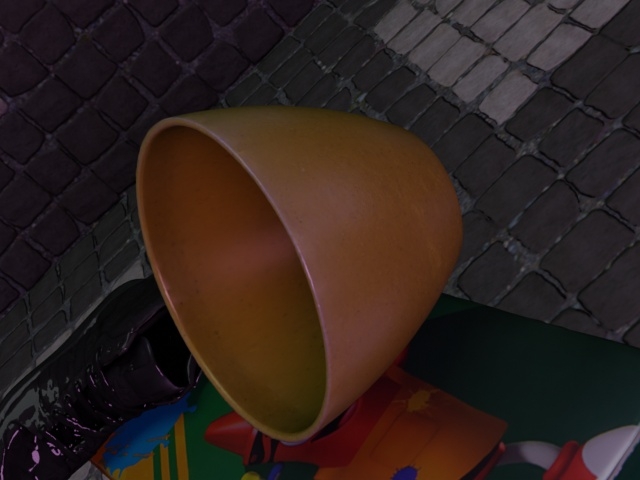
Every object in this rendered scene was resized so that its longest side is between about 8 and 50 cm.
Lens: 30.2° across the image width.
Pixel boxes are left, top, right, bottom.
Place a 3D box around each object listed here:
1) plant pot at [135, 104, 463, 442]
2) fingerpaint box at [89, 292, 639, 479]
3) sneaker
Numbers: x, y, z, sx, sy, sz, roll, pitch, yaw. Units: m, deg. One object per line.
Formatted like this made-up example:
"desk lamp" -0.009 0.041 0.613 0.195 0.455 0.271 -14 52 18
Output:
"plant pot" 0.000 0.000 0.481 0.095 0.134 0.134 -24 16 -29
"fingerpaint box" 0.124 0.205 0.628 0.163 0.445 0.371 -52 28 -14
"sneaker" -0.099 0.065 0.584 0.170 0.051 0.089 -53 24 -20
